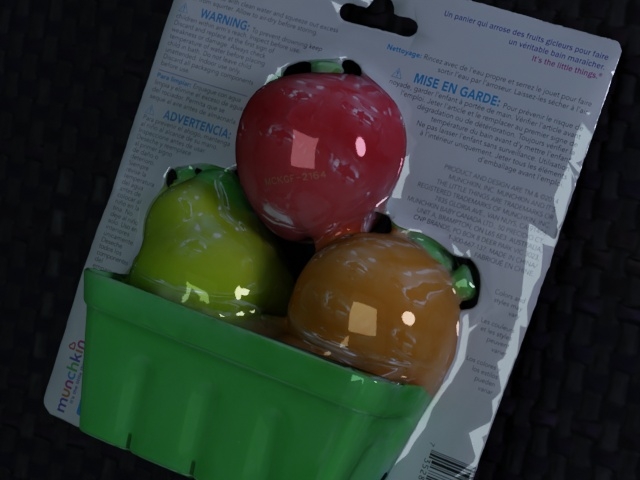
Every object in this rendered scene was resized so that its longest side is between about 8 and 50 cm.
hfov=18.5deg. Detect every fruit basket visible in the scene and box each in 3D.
[{"bbox_3d":[0.000,0.000,1.290,0.327,0.165,0.353,18,85,27],"label":"fruit basket"}]
